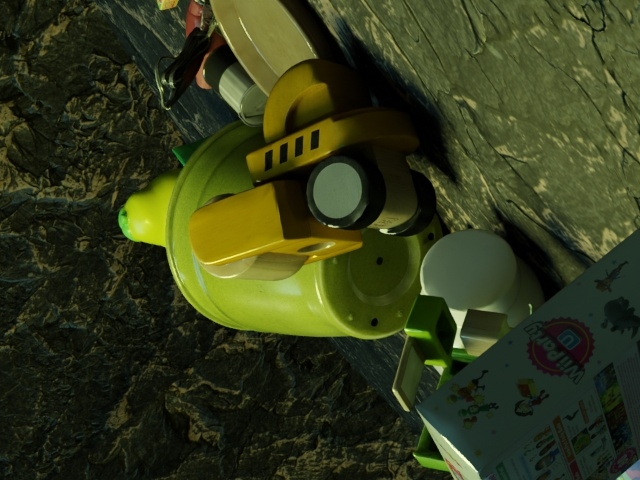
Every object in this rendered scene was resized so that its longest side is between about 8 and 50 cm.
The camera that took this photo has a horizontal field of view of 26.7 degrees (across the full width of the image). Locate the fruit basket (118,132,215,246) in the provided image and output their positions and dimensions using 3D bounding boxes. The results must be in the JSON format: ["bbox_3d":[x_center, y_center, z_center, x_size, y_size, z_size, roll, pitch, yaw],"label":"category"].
[{"bbox_3d":[-0.227,-0.064,2.874,0.283,0.392,0.392,56,171,-30],"label":"fruit basket"}]

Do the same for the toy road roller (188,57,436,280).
[{"bbox_3d":[-0.021,-0.097,1.815,0.202,0.329,0.241,6,-114,-59],"label":"toy road roller"}]

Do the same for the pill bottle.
[{"bbox_3d":[0.227,0.113,1.823,0.169,0.169,0.301,46,171,34],"label":"pill bottle"}]

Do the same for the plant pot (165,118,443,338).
[{"bbox_3d":[0.000,0.000,2.120,0.353,0.366,0.366,17,147,55],"label":"plant pot"}]

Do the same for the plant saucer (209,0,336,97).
[{"bbox_3d":[-0.064,-0.290,1.957,0.278,0.041,0.278,44,160,21],"label":"plant saucer"}]

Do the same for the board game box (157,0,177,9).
[{"bbox_3d":[-0.262,-0.487,2.041,0.124,0.039,0.260,177,80,-80],"label":"board game box"}]

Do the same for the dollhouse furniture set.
[{"bbox_3d":[0.252,0.186,1.578,0.301,0.151,0.197,7,152,25],"label":"dollhouse furniture set"}]

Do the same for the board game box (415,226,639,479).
[{"bbox_3d":[0.257,0.139,1.279,0.097,0.303,0.224,45,170,37],"label":"board game box"}]

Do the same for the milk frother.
[{"bbox_3d":[-0.119,-0.280,2.138,0.135,0.129,0.143,46,176,43],"label":"milk frother"}]

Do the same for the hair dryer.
[{"bbox_3d":[-0.214,-0.314,2.216,0.080,0.224,0.293,23,178,12],"label":"hair dryer"}]

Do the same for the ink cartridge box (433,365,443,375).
[{"bbox_3d":[0.246,0.197,2.468,0.261,0.066,0.296,51,172,-6],"label":"ink cartridge box"}]

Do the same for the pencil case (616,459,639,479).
[{"bbox_3d":[0.428,0.310,1.750,0.133,0.119,0.306,11,144,42],"label":"pencil case"}]
